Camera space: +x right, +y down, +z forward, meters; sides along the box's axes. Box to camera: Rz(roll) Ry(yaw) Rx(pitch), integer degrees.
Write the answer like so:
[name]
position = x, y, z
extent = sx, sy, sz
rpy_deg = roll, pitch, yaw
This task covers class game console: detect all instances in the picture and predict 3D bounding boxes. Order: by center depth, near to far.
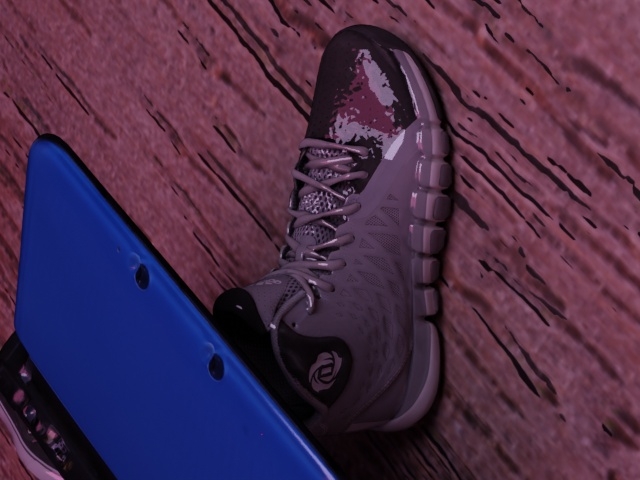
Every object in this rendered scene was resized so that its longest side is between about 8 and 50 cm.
[game console]
position = -0.040, 0.108, 0.816
extent = 0.173, 0.250, 0.293
rpy_deg = -53, 56, 16

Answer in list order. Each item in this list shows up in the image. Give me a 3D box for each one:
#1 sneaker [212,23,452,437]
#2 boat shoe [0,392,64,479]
[sneaker]
position = 0.000, 0.000, 0.798
extent = 0.086, 0.132, 0.229
rpy_deg = 1, 97, 48
[boat shoe]
position = -0.207, 0.134, 1.117
extent = 0.142, 0.049, 0.040
rpy_deg = 42, 125, 38
